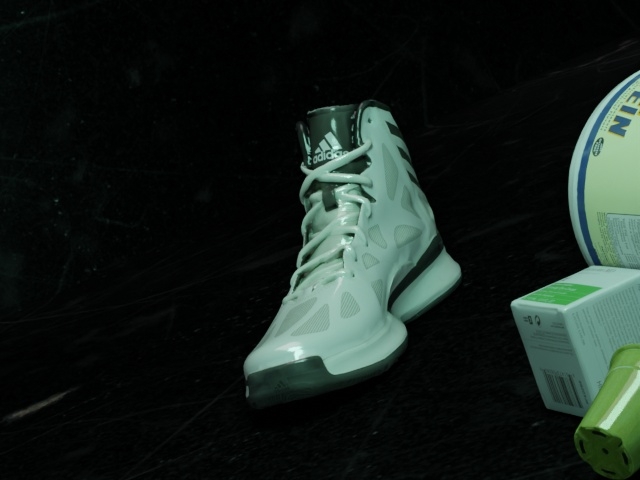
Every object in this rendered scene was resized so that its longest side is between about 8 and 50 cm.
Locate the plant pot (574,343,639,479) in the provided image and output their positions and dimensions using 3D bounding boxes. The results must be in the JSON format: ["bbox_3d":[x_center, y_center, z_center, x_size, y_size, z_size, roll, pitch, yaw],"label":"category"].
[{"bbox_3d":[0.228,0.132,1.363,0.083,0.083,0.079,-9,28,50],"label":"plant pot"}]

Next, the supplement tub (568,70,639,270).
[{"bbox_3d":[0.369,-0.037,1.493,0.235,0.235,0.325,-24,10,-18],"label":"supplement tub"}]

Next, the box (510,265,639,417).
[{"bbox_3d":[0.227,0.083,1.527,0.087,0.102,0.101,-22,8,-18],"label":"box"}]

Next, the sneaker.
[{"bbox_3d":[-0.001,0.000,1.984,0.169,0.258,0.447,-16,11,25],"label":"sneaker"}]
